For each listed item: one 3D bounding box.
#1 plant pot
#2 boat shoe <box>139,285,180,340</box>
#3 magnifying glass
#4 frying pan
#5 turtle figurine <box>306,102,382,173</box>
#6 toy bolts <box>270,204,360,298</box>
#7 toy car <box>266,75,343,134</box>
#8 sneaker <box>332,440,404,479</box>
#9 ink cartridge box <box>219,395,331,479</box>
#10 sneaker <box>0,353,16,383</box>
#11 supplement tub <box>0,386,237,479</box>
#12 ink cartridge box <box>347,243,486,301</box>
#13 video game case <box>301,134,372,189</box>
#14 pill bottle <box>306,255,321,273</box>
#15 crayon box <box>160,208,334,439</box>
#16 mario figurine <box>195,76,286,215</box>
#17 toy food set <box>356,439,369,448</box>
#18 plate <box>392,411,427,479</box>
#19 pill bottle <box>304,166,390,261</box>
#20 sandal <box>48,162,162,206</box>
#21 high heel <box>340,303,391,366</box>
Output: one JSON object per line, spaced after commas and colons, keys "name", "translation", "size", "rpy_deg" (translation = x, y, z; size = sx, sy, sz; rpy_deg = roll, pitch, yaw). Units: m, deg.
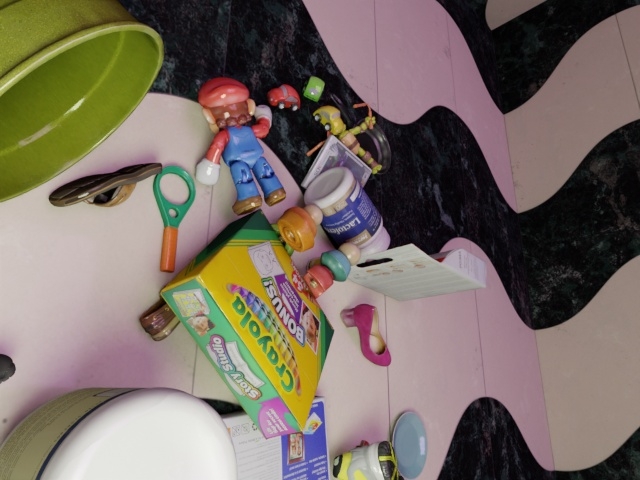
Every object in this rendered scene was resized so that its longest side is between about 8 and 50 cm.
{"name": "plant pot", "translation": [-0.484, -0.297, 0.608], "size": [0.353, 0.366, 0.367], "rpy_deg": [47, 47, -10]}
{"name": "boat shoe", "translation": [-0.283, 0.111, 0.868], "size": [0.060, 0.064, 0.178], "rpy_deg": [52, 48, -25]}
{"name": "magnifying glass", "translation": [-0.311, -0.048, 0.922], "size": [0.092, 0.026, 0.231], "rpy_deg": [17, 64, -44]}
{"name": "frying pan", "translation": [0.129, -0.334, 1.470], "size": [0.326, 0.053, 0.198], "rpy_deg": [16, 66, -42]}
{"name": "turtle figurine", "translation": [0.085, -0.281, 1.376], "size": [0.269, 0.087, 0.217], "rpy_deg": [-43, 116, -19]}
{"name": "toy bolts", "translation": [0.000, 0.000, 1.053], "size": [0.158, 0.218, 0.229], "rpy_deg": [-38, 89, -25]}
{"name": "toy car", "translation": [-0.026, -0.426, 1.290], "size": [0.238, 0.053, 0.225], "rpy_deg": [23, 44, -13]}
{"name": "sneaker", "translation": [0.135, 0.645, 1.108], "size": [0.145, 0.147, 0.385], "rpy_deg": [-72, 150, -61]}
{"name": "ink cartridge box", "translation": [-0.099, 0.512, 0.938], "size": [0.303, 0.072, 0.308], "rpy_deg": [9, 73, -47]}
{"name": "sneaker", "translation": [-0.554, 0.151, 0.516], "size": [0.330, 0.122, 0.147], "rpy_deg": [-2, 81, -48]}
{"name": "supplement tub", "translation": [-0.292, 0.321, 0.591], "size": [0.235, 0.324, 0.236], "rpy_deg": [18, 65, -43]}
{"name": "ink cartridge box", "translation": [0.248, 0.073, 1.274], "size": [0.384, 0.308, 0.091], "rpy_deg": [26, 60, -39]}
{"name": "video game case", "translation": [0.052, -0.186, 1.305], "size": [0.190, 0.022, 0.173], "rpy_deg": [34, 82, -36]}
{"name": "pill bottle", "translation": [0.024, 0.069, 1.175], "size": [0.065, 0.116, 0.065], "rpy_deg": [17, 65, -42]}
{"name": "crayon box", "translation": [-0.120, 0.158, 0.924], "size": [0.363, 0.106, 0.313], "rpy_deg": [60, 22, -16]}
{"name": "mario figurine", "translation": [-0.196, -0.222, 1.037], "size": [0.198, 0.170, 0.321], "rpy_deg": [-17, 87, -67]}
{"name": "toy food set", "translation": [0.107, 0.584, 1.170], "size": [0.078, 0.019, 0.122], "rpy_deg": [58, 44, -16]}
{"name": "plate", "translation": [0.264, 0.616, 1.328], "size": [0.188, 0.024, 0.188], "rpy_deg": [18, 65, -42]}
{"name": "pill bottle", "translation": [0.083, -0.066, 1.249], "size": [0.265, 0.153, 0.153], "rpy_deg": [50, 46, -33]}
{"name": "sandal", "translation": [-0.387, -0.097, 0.826], "size": [0.219, 0.089, 0.060], "rpy_deg": [-39, 129, -53]}
{"name": "high heel", "translation": [0.165, 0.274, 1.260], "size": [0.244, 0.117, 0.082], "rpy_deg": [56, 44, -18]}
